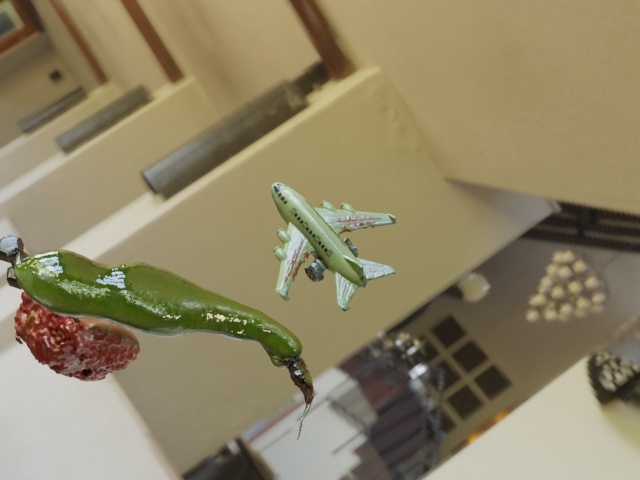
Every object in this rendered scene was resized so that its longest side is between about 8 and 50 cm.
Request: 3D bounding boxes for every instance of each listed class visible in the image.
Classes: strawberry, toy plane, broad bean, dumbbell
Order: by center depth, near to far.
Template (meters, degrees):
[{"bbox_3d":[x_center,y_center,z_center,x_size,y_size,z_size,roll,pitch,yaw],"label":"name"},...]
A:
[{"bbox_3d":[0.000,0.000,0.829,0.111,0.102,0.040,45,-27,28],"label":"toy plane"},{"bbox_3d":[-0.143,0.074,1.109,0.318,0.098,0.056,26,-41,-1],"label":"broad bean"},{"bbox_3d":[-0.299,0.130,1.459,0.174,0.098,0.228,38,-7,-24],"label":"strawberry"},{"bbox_3d":[-0.412,0.030,1.581,0.036,0.040,0.083,45,-24,32],"label":"dumbbell"}]
